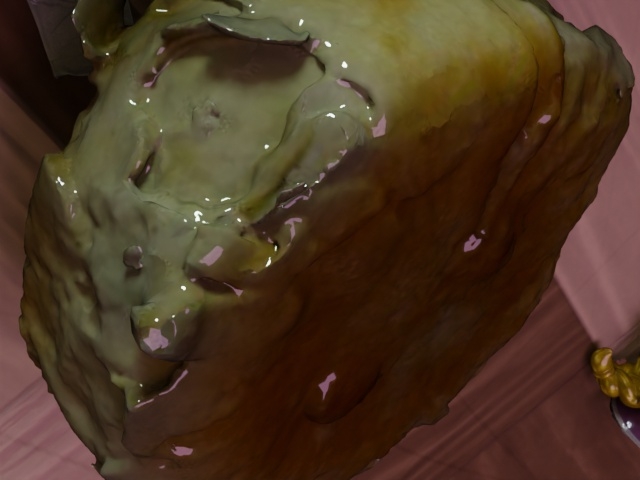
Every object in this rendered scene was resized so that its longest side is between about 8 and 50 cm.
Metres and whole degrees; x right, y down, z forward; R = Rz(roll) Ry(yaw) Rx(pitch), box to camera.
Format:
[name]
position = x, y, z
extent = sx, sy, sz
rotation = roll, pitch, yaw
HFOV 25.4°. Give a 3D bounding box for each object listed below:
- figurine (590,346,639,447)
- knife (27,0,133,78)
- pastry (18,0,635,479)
[figurine]
position = 0.261, 0.074, 0.971
extent = 0.115, 0.095, 0.156
rotation = 28, 127, -25
[knife]
position = -0.098, -0.085, 0.625
extent = 0.047, 0.017, 0.298
rotation = -17, 135, -9
[pastry]
position = 0.000, 0.000, 0.659
extent = 0.329, 0.136, 0.330
rotation = -34, 150, -23
